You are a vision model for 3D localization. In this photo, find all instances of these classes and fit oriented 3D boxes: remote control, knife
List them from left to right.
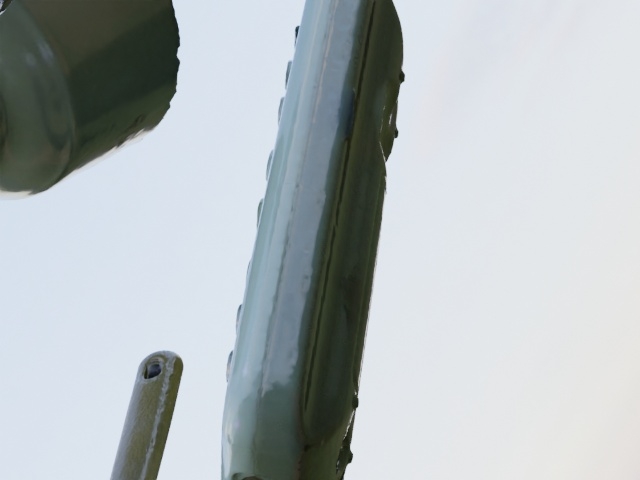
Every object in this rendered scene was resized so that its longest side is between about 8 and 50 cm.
[{"bbox_3d":[-0.092,0.154,0.928,0.298,0.047,0.017,-80,-22,-51],"label":"knife"},{"bbox_3d":[0.000,0.000,0.981,0.128,0.065,0.335,91,-174,-47],"label":"remote control"}]

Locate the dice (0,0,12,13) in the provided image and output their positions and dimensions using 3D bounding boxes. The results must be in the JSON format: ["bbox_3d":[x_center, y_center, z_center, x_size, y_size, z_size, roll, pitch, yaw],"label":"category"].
[{"bbox_3d":[-0.160,-0.123,0.360,0.183,0.181,0.182,-6,-67,-32],"label":"dice"}]

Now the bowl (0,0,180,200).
[{"bbox_3d":[-0.190,-0.104,1.006,0.112,0.211,0.211,-50,-17,-40],"label":"bowl"}]
